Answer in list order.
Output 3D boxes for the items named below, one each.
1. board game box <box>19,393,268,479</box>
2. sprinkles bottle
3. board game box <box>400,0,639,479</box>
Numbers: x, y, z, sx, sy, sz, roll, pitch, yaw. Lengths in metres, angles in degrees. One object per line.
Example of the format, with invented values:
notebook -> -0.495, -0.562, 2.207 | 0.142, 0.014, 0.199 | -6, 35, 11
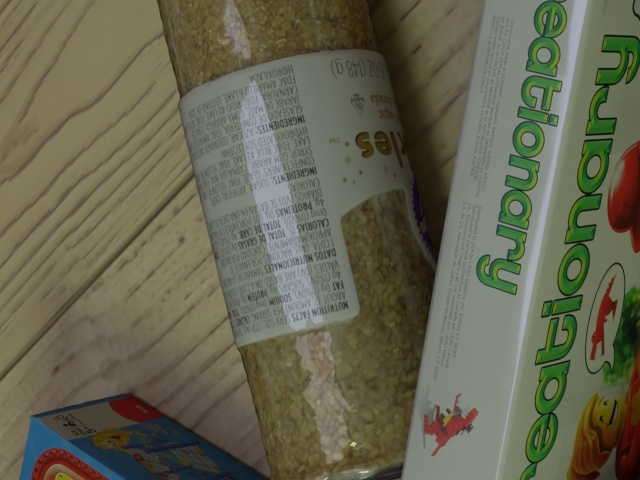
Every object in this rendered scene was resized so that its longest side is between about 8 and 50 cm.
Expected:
board game box -> -0.077, 0.296, 0.924 | 0.308, 0.086, 0.302 | 25, 111, 36
sprinkles bottle -> 0.000, 0.000, 0.802 | 0.121, 0.121, 0.355 | -19, 83, 40
board game box -> 0.123, 0.014, 0.654 | 0.053, 0.193, 0.305 | 19, 107, 38
